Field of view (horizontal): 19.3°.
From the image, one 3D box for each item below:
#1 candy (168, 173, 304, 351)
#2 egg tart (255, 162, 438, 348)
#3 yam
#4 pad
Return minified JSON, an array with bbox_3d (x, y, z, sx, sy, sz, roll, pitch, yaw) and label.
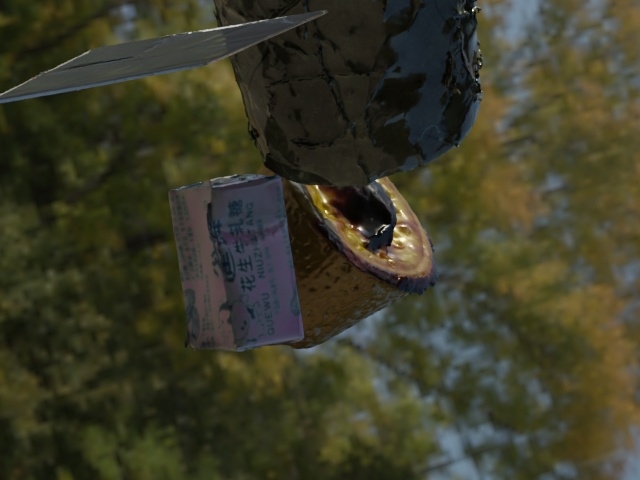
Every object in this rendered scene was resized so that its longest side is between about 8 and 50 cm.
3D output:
[{"bbox_3d":[-0.078,0.022,1.699,0.073,0.092,0.160,-6,-87,47],"label":"candy"},{"bbox_3d":[0.000,0.000,1.849,0.171,0.215,0.215,-43,-124,25],"label":"egg tart"},{"bbox_3d":[0.013,-0.222,1.588,0.241,0.241,0.348,-126,-162,-48],"label":"yam"},{"bbox_3d":[-0.121,-0.134,1.383,0.156,0.232,0.004,-17,-91,48],"label":"pad"}]
